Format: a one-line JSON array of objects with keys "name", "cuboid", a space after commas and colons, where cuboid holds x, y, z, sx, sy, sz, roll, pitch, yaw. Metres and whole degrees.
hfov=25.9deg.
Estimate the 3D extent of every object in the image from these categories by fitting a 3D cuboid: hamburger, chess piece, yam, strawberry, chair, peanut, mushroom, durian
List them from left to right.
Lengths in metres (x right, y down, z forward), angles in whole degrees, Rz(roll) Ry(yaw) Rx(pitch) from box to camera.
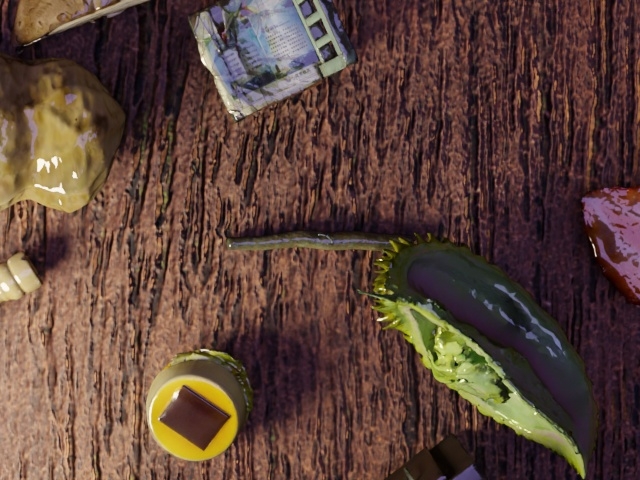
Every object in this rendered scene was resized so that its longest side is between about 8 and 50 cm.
[{"name": "chess piece", "cuboid": [-0.400, 0.063, 1.686, 0.122, 0.066, 0.066, -33, 96, -5]}, {"name": "peanut", "cuboid": [-0.348, -0.128, 1.651, 0.233, 0.110, 0.196, 1, 89, -5]}, {"name": "mushroom", "cuboid": [-0.283, -0.300, 1.663, 0.210, 0.072, 0.094, -20, 87, -2]}, {"name": "hamburger", "cuboid": [-0.148, 0.199, 1.706, 0.127, 0.081, 0.141, 19, 105, -3]}, {"name": "chair", "cuboid": [-0.063, -0.223, 1.585, 0.147, 0.270, 0.136, -26, 97, -3]}, {"name": "yam", "cuboid": [0.000, 0.001, 1.726, 0.234, 0.029, 0.027, 0, 105, -4]}, {"name": "durian", "cuboid": [0.203, 0.121, 1.681, 0.355, 0.169, 0.157, 39, 93, -7]}, {"name": "strawberry", "cuboid": [0.397, 0.003, 1.732, 0.187, 0.082, 0.146, 36, 85, 0]}]

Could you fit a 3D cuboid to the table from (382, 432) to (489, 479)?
[{"name": "table", "cuboid": [0.137, 0.360, 1.693, 0.193, 0.169, 0.172, -36, 96, 0]}]
